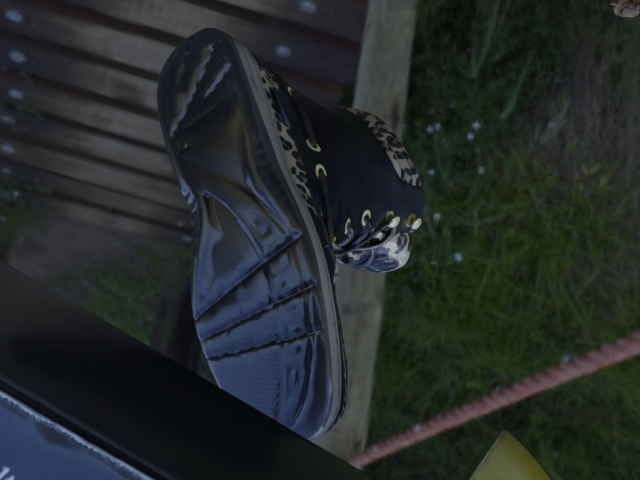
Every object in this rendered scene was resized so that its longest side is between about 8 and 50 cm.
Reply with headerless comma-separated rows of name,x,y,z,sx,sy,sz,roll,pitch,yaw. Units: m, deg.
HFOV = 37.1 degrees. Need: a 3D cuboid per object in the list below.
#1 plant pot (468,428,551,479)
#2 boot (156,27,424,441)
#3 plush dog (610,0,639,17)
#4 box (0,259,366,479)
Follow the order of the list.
plant pot,0.151,0.237,0.774,0.095,0.134,0.134,35,168,14
boot,0.000,0.000,0.914,0.138,0.377,0.284,-29,160,28
plush dog,0.295,-0.314,0.800,0.210,0.262,0.225,12,-179,22
box,-0.193,0.229,0.448,0.293,0.395,0.212,31,-179,-2
